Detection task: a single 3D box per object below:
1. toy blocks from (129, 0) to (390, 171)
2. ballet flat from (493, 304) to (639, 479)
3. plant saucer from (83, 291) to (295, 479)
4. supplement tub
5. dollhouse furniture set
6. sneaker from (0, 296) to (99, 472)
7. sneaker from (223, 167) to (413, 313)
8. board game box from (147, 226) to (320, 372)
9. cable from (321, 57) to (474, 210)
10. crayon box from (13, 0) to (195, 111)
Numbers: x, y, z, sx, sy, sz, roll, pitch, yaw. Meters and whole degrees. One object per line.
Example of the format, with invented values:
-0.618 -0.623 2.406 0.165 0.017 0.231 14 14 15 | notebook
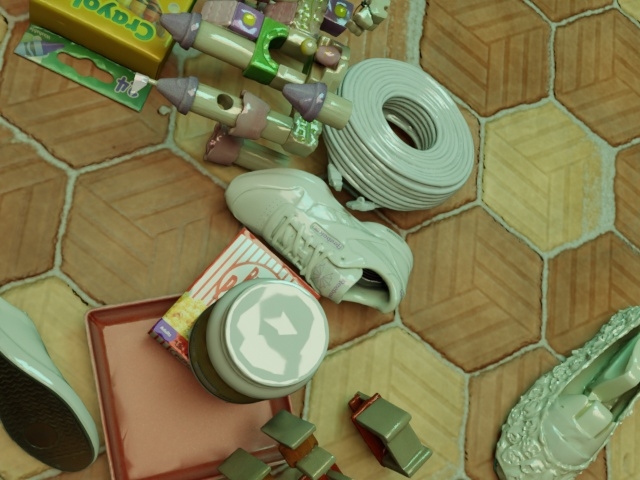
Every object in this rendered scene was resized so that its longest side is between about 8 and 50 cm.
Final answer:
-0.094 -0.280 1.208 0.260 0.309 0.288 21 70 -18 | toy blocks
0.423 0.233 1.342 0.409 0.147 0.147 -43 92 -21 | ballet flat
-0.177 0.201 1.202 0.259 0.048 0.258 -9 79 -20 | plant saucer
-0.078 0.125 1.070 0.144 0.200 0.144 4 76 -17 | supplement tub
0.015 0.330 1.178 0.259 0.135 0.262 -40 113 -22 | dollhouse furniture set
-0.373 0.164 1.122 0.106 0.123 0.290 -28 109 14 | sneaker
0.000 0.000 1.248 0.305 0.114 0.152 27 34 -9 | sneaker
-0.117 0.101 1.196 0.147 0.045 0.193 42 68 -5 | board game box
0.117 -0.165 1.328 0.257 0.089 0.257 2 61 -34 | cable
-0.289 -0.380 1.294 0.203 0.083 0.322 25 71 -10 | crayon box
